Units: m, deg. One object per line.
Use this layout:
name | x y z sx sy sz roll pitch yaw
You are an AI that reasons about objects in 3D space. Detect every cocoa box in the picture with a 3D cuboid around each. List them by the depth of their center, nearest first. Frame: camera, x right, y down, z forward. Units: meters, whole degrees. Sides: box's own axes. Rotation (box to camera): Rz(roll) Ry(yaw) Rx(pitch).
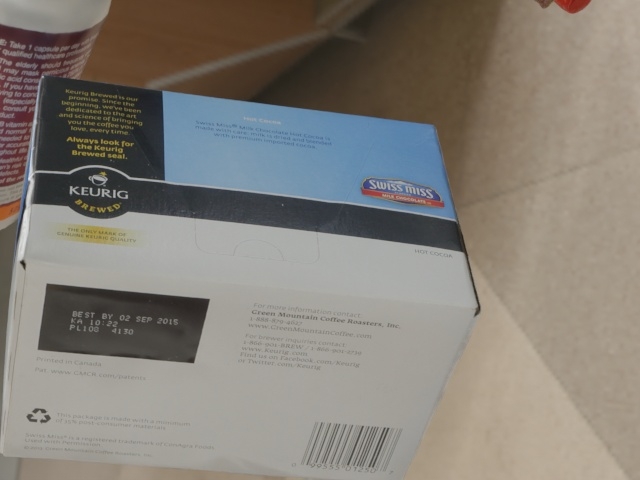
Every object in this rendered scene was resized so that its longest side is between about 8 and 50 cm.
cocoa box | -0.078 0.035 1.173 0.228 0.347 0.231 -97 19 -46

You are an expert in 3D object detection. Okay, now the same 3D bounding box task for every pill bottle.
pill bottle | -0.347 -0.216 1.454 0.392 0.224 0.224 -60 28 31

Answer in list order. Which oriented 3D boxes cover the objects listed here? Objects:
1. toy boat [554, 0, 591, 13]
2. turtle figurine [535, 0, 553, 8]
toy boat | 0.276 -0.415 1.761 0.148 0.267 0.318 56 175 27
turtle figurine | 0.179 -0.354 1.468 0.270 0.217 0.087 -59 5 5
